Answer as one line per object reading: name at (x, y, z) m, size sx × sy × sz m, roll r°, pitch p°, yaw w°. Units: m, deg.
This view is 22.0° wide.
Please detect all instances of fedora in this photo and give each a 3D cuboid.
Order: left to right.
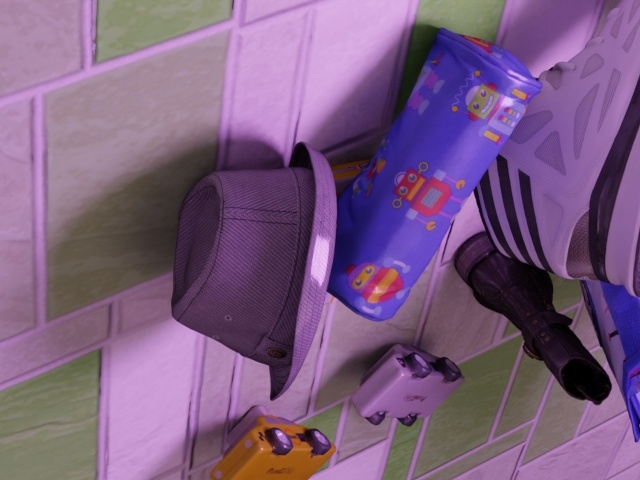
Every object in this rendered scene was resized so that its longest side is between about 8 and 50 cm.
fedora at (-0.075, 0.023, 1.572) m, size 0.124 × 0.244 × 0.275 m, roll 8°, pitch 161°, yaw -12°

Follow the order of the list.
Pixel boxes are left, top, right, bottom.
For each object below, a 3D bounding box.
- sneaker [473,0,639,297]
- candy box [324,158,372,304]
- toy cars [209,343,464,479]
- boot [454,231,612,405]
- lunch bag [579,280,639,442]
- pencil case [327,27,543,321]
sneaker at (0.272, -0.181, 1.688) m, size 0.169 × 0.257 × 0.447 m, roll 29°, pitch 75°, yaw -60°
candy box at (0.000, 0.000, 1.764) m, size 0.105 × 0.027 × 0.206 m, roll -10°, pitch 139°, yaw -36°
toy cars at (0.015, 0.209, 2.017) m, size 0.393 × 0.087 × 0.176 m, roll -25°, pitch 153°, yaw -28°
boot at (0.276, 0.114, 2.018) m, size 0.091 × 0.229 × 0.263 m, roll -44°, pitch 150°, yaw 10°
lunch bag at (0.449, 0.083, 1.976) m, size 0.385 × 0.328 × 0.239 m, roll 26°, pitch 129°, yaw -38°
pencil case at (0.095, -0.067, 1.649) m, size 0.119 × 0.133 × 0.306 m, roll 29°, pitch 104°, yaw -16°
